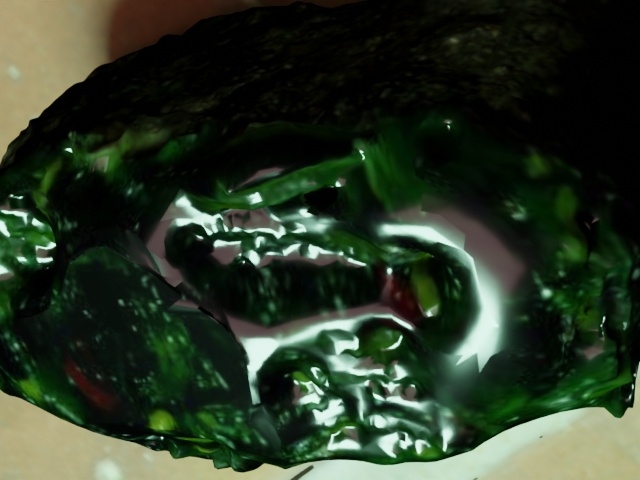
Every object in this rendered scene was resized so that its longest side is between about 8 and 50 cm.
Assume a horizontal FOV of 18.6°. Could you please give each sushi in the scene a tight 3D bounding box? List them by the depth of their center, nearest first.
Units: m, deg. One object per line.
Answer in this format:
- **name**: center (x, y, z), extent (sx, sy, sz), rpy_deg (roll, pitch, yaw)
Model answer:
- **sushi**: center (0.000, 0.000, 0.596), extent (0.225, 0.127, 0.124), rpy_deg (-5, 119, 27)
